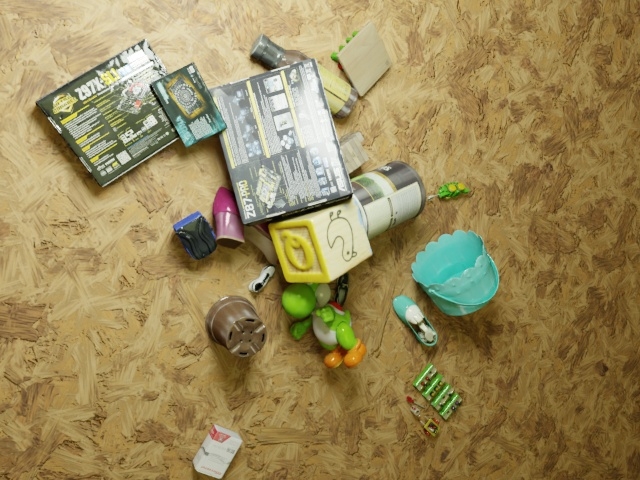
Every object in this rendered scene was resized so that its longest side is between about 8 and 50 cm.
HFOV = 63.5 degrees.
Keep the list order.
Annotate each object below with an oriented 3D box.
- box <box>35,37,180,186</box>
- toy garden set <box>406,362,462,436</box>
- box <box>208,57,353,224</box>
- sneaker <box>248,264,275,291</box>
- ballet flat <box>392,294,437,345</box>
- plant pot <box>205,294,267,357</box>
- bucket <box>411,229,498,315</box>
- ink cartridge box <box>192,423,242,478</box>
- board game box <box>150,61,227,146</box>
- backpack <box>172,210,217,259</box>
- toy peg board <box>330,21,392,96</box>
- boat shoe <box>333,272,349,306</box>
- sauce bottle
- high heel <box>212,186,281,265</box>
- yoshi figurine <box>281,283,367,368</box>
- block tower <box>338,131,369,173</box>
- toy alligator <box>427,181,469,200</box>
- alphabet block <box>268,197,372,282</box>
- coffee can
[{"bbox_3d":[-0.523,-0.335,1.369,0.322,0.079,0.257,-38,111,-15],"label":"box"},{"bbox_3d":[0.439,0.635,2.018,0.204,0.049,0.244,-47,115,-12],"label":"toy garden set"},{"bbox_3d":[-0.110,-0.268,1.441,0.318,0.097,0.395,-16,87,1],"label":"box"},{"bbox_3d":[-0.178,0.123,1.634,0.040,0.043,0.109,45,77,-23],"label":"sneaker"},{"bbox_3d":[0.359,0.296,1.899,0.083,0.087,0.247,-43,114,-13],"label":"ballet flat"},{"bbox_3d":[-0.244,0.266,1.559,0.166,0.165,0.167,-5,102,-26],"label":"plant pot"},{"bbox_3d":[0.484,0.119,1.838,0.281,0.281,0.183,-43,117,-13],"label":"bucket"},{"bbox_3d":[-0.329,0.671,1.649,0.099,0.056,0.135,34,83,-26],"label":"ink cartridge box"},{"bbox_3d":[-0.346,-0.357,1.370,0.126,0.026,0.186,-25,109,2],"label":"board game box"},{"bbox_3d":[-0.355,-0.014,1.492,0.098,0.101,0.120,-31,116,-10],"label":"backpack"},{"bbox_3d":[0.123,-0.578,1.651,0.161,0.079,0.161,-48,131,-10],"label":"toy peg board"},{"bbox_3d":[0.076,0.165,1.767,0.046,0.038,0.125,17,92,-27],"label":"boat shoe"},{"bbox_3d":[-0.047,-0.494,1.552,0.344,0.111,0.111,28,86,-27],"label":"sauce bottle"},{"bbox_3d":[-0.159,-0.039,1.593,0.377,0.127,0.181,22,53,-43],"label":"high heel"},{"bbox_3d":[-0.013,0.256,1.650,0.203,0.203,0.362,-30,101,2],"label":"yoshi figurine"},{"bbox_3d":[0.003,-0.213,1.637,0.335,0.091,0.097,-39,114,-14],"label":"block tower"},{"bbox_3d":[0.459,-0.184,1.888,0.189,0.056,0.051,-11,62,-23],"label":"toy alligator"},{"bbox_3d":[0.000,0.000,1.495,0.197,0.193,0.192,-30,106,-42],"label":"alphabet block"},{"bbox_3d":[0.169,-0.118,1.641,0.275,0.201,0.202,-26,110,-33],"label":"coffee can"}]
